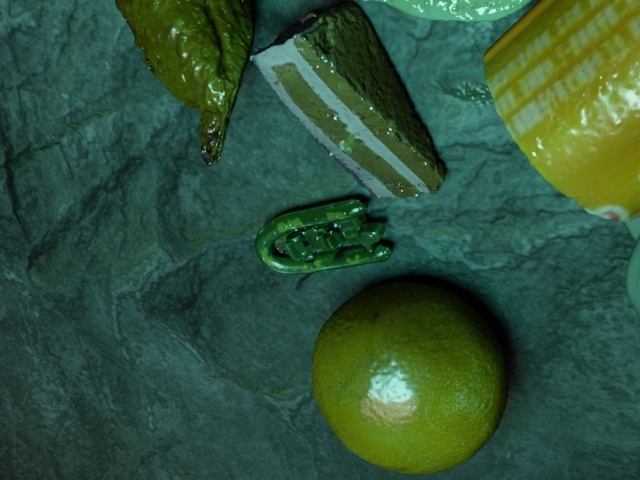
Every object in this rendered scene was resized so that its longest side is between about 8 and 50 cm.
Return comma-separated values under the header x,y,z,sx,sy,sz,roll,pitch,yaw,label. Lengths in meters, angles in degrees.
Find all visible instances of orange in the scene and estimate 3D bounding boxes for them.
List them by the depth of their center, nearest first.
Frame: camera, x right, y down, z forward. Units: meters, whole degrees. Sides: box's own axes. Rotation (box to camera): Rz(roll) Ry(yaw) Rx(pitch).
x,y,z,sx,sy,sz,roll,pitch,yaw,label
0.120,0.183,1.323,0.264,0.264,0.264,15,133,17,orange

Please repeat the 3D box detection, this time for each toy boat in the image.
x,y,z,sx,sy,sz,roll,pitch,yaw,label
0.000,0.000,1.357,0.210,0.052,0.104,-11,124,34,toy boat

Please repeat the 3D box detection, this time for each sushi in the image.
x,y,z,sx,sy,sz,roll,pitch,yaw,label
-0.143,-0.241,1.160,0.287,0.149,0.140,59,143,2,sushi

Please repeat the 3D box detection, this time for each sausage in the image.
x,y,z,sx,sy,sz,roll,pitch,yaw,label
0.324,-0.179,0.905,0.233,0.233,0.287,41,135,-9,sausage

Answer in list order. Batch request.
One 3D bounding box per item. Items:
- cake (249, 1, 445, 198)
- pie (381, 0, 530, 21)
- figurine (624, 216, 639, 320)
x,y,z,sx,sy,sz,roll,pitch,yaw,label
0.045,-0.160,1.187,0.116,0.113,0.295,-7,135,39,cake
0.135,-0.316,0.941,0.240,0.054,0.241,2,94,25,pie
0.435,0.062,0.958,0.248,0.380,0.203,25,105,-13,figurine
